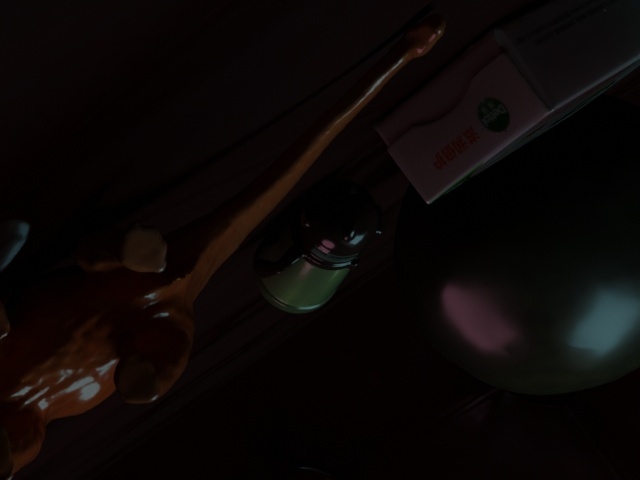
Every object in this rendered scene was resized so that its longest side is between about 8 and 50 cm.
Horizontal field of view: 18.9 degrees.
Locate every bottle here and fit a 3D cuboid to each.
[{"bbox_3d":[0.001,-0.002,0.969,0.063,0.047,0.101,-64,-174,-27],"label":"bottle"}]

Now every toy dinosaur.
[{"bbox_3d":[-0.060,0.018,0.574,0.279,0.055,0.101,-36,-174,-8],"label":"toy dinosaur"}]

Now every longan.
[{"bbox_3d":[0.138,0.000,1.137,0.198,0.198,0.212,-36,176,14],"label":"longan"}]

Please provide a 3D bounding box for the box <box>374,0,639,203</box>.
[{"bbox_3d":[0.094,-0.073,0.848,0.125,0.043,0.089,-31,175,-44],"label":"box"}]
